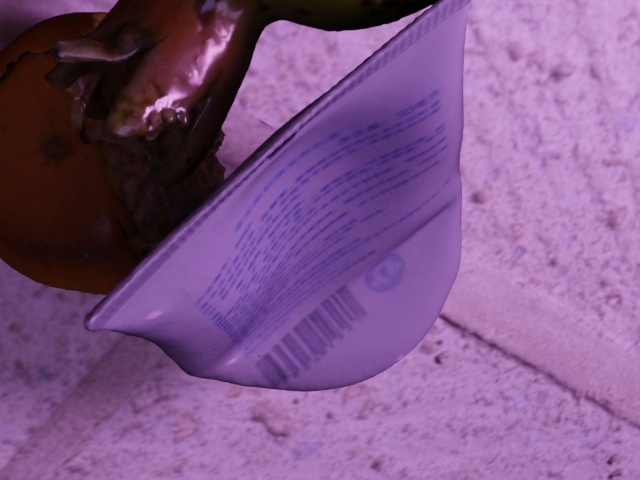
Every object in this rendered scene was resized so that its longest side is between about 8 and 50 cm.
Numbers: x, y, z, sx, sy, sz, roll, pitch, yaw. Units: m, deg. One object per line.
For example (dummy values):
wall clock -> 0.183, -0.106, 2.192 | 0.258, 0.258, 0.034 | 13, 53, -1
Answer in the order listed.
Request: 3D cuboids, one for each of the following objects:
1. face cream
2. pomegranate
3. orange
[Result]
face cream -> 0.000, 0.000, 0.887 | 0.235, 0.137, 0.420 | -40, 170, -4
pomegranate -> -0.036, -0.188, 0.736 | 0.286, 0.231, 0.231 | -35, 139, 0
orange -> -0.124, -0.048, 0.864 | 0.156, 0.156, 0.134 | -43, 179, 7
